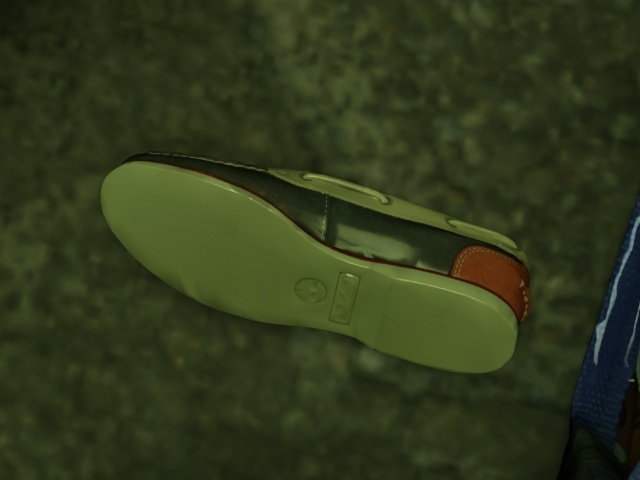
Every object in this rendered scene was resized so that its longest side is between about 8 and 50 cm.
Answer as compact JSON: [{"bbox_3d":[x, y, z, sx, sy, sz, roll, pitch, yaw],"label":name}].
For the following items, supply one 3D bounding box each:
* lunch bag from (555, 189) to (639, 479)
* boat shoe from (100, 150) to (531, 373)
[{"bbox_3d":[0.268,-0.013,0.516,0.327,0.239,0.385,21,102,-1],"label":"lunch bag"},{"bbox_3d":[0.000,0.000,0.593,0.137,0.049,0.043,18,43,1],"label":"boat shoe"}]
